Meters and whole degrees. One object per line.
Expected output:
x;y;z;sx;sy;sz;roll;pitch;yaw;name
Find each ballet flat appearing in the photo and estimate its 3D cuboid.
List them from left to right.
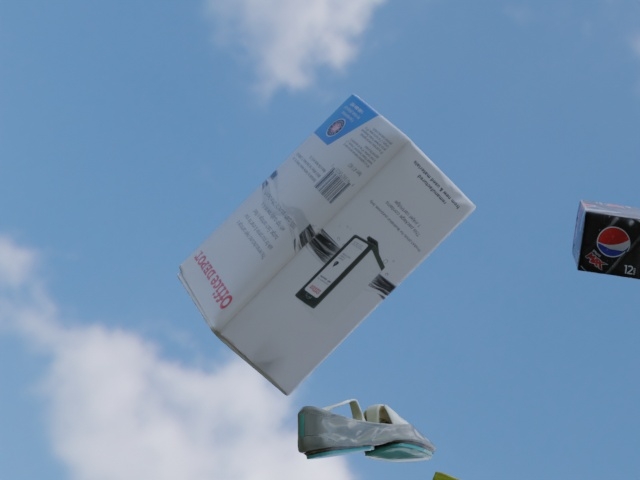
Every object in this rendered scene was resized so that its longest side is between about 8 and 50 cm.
0.055;0.213;1.953;0.072;0.213;0.068;-21;-110;39;ballet flat

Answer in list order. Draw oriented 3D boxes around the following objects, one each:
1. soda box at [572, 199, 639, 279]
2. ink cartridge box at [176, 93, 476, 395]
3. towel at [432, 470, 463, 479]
0.257;-0.003;1.546;0.060;0.169;0.053;8;-85;6;soda box
0.000;0.000;1.331;0.086;0.203;0.148;44;3;-25;ink cartridge box
0.126;0.367;1.795;0.102;0.237;0.021;19;-10;8;towel
